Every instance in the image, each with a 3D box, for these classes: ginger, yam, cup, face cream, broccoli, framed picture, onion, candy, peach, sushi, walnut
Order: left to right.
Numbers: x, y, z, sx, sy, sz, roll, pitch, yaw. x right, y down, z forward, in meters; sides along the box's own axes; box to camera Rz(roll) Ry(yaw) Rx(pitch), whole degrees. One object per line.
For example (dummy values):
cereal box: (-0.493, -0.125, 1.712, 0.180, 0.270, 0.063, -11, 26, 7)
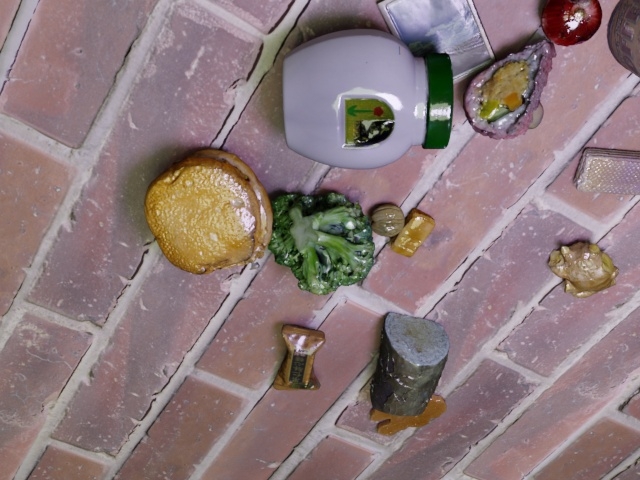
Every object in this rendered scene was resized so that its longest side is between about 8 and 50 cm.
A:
candy: (-0.057, 0.353, 2.126, 0.143, 0.101, 0.271, 9, 129, -1)
broccoli: (0.000, 0.000, 1.798, 0.265, 0.295, 0.245, -63, 149, 0)
face cream: (0.100, -0.304, 1.606, 0.357, 0.219, 0.312, -1, 124, 2)
walnut: (0.171, -0.050, 1.870, 0.092, 0.092, 0.092, -1, 124, -2)
yam: (0.246, 0.375, 2.101, 0.203, 0.201, 0.271, 9, 130, -7)
framed picture: (0.264, -0.462, 1.630, 0.189, 0.023, 0.260, -23, 122, 16)
sushi: (0.416, -0.344, 1.646, 0.161, 0.107, 0.241, 20, 95, 26)
peach: (0.481, -0.297, 1.714, 0.083, 0.083, 0.083, -1, 124, -2)
onion: (0.535, -0.480, 1.570, 0.131, 0.131, 0.131, -1, 124, -2)
ginger: (0.702, 0.072, 1.961, 0.157, 0.102, 0.216, -21, 129, 40)
cup: (0.766, -0.451, 1.517, 0.228, 0.257, 0.301, -1, 122, -4)

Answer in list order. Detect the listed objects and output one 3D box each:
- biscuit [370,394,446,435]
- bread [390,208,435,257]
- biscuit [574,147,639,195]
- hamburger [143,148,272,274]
biscuit: (0.277, 0.539, 2.300, 0.237, 0.040, 0.144, -20, 129, 9)
bread: (0.239, -0.019, 1.908, 0.074, 0.053, 0.132, 26, 117, -19)
biscuit: (0.759, -0.167, 1.824, 0.239, 0.061, 0.108, 4, 126, -4)
hamburger: (-0.263, -0.061, 1.773, 0.290, 0.170, 0.314, -17, 108, 18)
